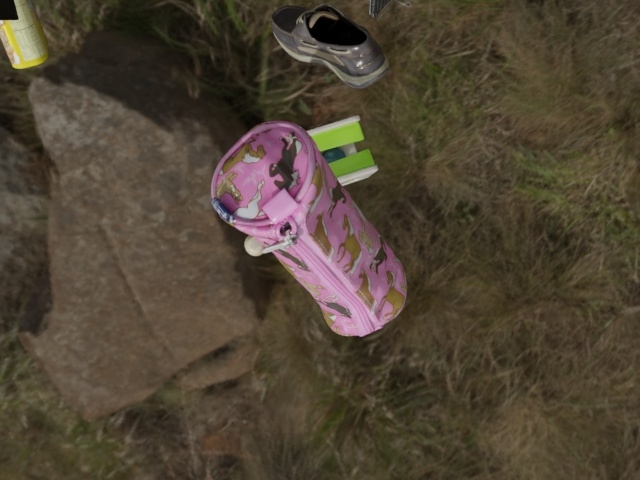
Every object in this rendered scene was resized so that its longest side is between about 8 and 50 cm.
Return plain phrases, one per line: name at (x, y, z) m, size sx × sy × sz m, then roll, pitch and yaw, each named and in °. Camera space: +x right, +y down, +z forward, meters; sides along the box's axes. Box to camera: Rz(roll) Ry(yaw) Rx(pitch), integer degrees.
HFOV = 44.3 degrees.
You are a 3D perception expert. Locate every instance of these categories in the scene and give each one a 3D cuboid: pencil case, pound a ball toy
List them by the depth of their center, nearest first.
pencil case at (0.000, 0.000, 1.114) m, size 0.160 × 0.386 × 0.167 m, roll 15°, pitch 70°, yaw 32°
pound a ball toy at (-0.042, -0.110, 1.642) m, size 0.136 × 0.319 × 0.208 m, roll 157°, pitch 93°, yaw -74°

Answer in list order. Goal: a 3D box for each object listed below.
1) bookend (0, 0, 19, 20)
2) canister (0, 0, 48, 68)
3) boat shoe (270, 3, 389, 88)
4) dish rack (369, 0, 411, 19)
bookend at (-0.583, -0.361, 1.208) m, size 0.157 × 0.156 × 0.072 m, roll -7°, pitch 104°, yaw 13°
canister at (-0.539, -0.403, 1.382) m, size 0.073 × 0.126 × 0.170 m, roll -16°, pitch 127°, yaw -8°
boat shoe at (0.015, -0.472, 1.771) m, size 0.355 × 0.132 × 0.130 m, roll 34°, pitch 158°, yaw 34°
dish rack at (0.196, -0.571, 1.590) m, size 0.074 × 0.271 × 0.208 m, roll 35°, pitch 164°, yaw 13°
